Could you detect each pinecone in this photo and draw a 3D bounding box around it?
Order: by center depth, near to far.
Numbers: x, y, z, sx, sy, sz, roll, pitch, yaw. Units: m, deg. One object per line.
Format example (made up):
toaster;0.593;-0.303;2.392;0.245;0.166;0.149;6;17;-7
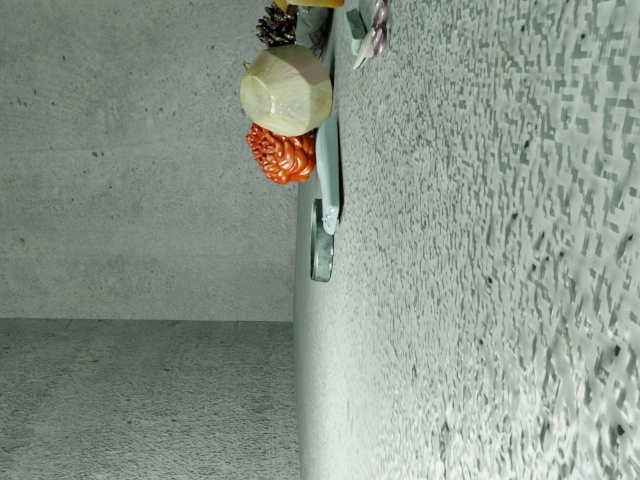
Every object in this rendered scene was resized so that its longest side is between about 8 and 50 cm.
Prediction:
pinecone;-0.112;-0.800;1.862;0.257;0.243;0.243;-62;7;3

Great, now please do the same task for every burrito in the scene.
burrito;-0.031;-0.663;1.577;0.445;0.101;0.139;137;138;-85

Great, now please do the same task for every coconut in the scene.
coconut;-0.081;-0.413;1.377;0.259;0.259;0.259;-178;90;-85

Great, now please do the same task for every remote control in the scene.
remote control;0.018;-0.159;1.161;0.103;0.051;0.293;100;170;-55

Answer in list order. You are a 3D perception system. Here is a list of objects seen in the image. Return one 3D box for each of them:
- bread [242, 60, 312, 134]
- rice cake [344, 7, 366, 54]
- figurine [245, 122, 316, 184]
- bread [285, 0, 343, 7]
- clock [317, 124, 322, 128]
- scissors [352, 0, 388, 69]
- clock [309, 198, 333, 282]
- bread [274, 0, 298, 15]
bread;-0.180;-0.587;2.040;0.346;0.405;0.242;-37;-40;-81
rice cake;0.061;-0.364;0.863;0.170;0.029;0.033;-93;0;-50
figurine;-0.137;-0.365;1.901;0.412;0.241;0.306;-77;-36;-78
bread;0.001;-0.644;1.004;0.361;0.138;0.077;103;169;-65
clock;-0.001;-0.409;1.631;0.085;0.017;0.085;-178;90;-85
scissors;0.073;-0.288;0.732;0.176;0.022;0.085;160;111;-82
clock;0.000;0.000;1.322;0.226;0.049;0.226;-179;90;-86
bread;-0.067;-0.785;1.494;0.199;0.104;0.199;-44;7;7
